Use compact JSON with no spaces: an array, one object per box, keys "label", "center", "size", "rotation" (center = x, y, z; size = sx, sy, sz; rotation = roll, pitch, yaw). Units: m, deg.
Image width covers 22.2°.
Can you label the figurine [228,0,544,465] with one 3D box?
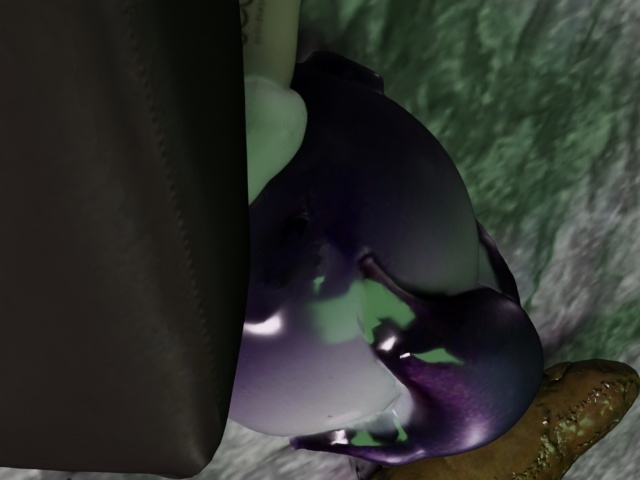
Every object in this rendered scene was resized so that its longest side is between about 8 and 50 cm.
[{"label":"figurine","center":[0.000,0.000,0.600],"size":[0.145,0.145,0.222],"rotation":[-41,136,2]}]

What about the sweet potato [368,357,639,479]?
[{"label":"sweet potato","center":[0.044,0.184,0.822],"size":[0.124,0.098,0.310],"rotation":[-11,133,-56]}]

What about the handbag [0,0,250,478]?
[{"label":"handbag","center":[-0.151,-0.056,0.409],"size":[0.257,0.113,0.285],"rotation":[-1,136,6]}]
